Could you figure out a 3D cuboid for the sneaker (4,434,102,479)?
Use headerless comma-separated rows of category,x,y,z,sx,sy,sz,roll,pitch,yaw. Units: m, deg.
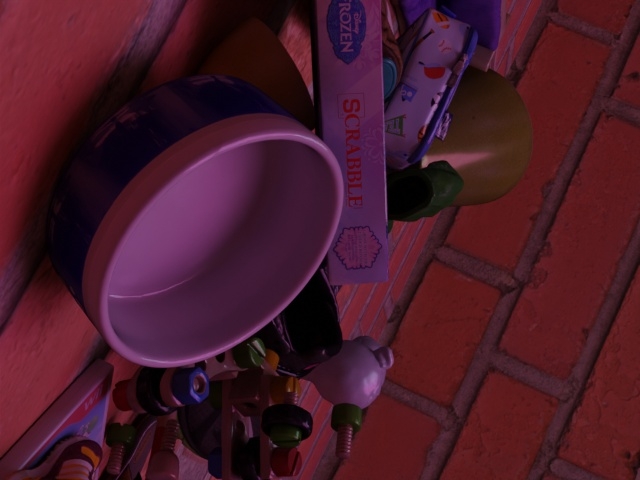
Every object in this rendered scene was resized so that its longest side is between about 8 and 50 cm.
sneaker,-0.255,0.258,1.180,0.070,0.083,0.185,-69,167,16

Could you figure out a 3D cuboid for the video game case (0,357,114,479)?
video game case,-0.306,0.291,1.294,0.204,0.025,0.285,-51,161,-50

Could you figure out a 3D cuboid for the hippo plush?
hippo plush,0.012,0.162,1.923,0.234,0.236,0.294,-66,169,1

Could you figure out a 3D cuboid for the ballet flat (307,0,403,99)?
ballet flat,0.050,-0.290,1.566,0.342,0.116,0.124,46,49,-74

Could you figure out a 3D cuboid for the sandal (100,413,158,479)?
sandal,-0.252,0.327,1.520,0.219,0.060,0.090,-61,168,-20

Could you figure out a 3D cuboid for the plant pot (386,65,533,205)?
plant pot,0.202,-0.172,2.132,0.293,0.274,0.275,-21,136,-52

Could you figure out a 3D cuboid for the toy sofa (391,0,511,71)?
toy sofa,0.233,-0.400,1.997,0.362,0.150,0.177,61,53,-76

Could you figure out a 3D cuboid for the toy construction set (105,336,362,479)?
toy construction set,-0.132,0.156,1.407,0.309,0.257,0.237,-36,-143,45

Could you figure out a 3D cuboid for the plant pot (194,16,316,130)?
plant pot,-0.080,-0.149,1.203,0.095,0.134,0.134,-32,159,-13

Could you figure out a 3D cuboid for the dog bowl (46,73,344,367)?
dog bowl,-0.112,-0.016,1.070,0.265,0.104,0.265,-29,144,-24

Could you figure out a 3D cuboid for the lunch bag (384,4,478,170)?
lunch bag,0.144,-0.238,1.833,0.243,0.115,0.303,-65,-171,-6

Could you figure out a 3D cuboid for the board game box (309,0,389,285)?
board game box,0.026,-0.149,1.267,0.319,0.065,0.318,-98,-175,-74

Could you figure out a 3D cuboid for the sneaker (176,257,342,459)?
sneaker,-0.081,0.146,1.562,0.185,0.202,0.483,-52,162,-47

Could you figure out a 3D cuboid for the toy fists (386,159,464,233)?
toy fists,0.106,-0.057,1.957,0.279,0.096,0.142,-25,169,27

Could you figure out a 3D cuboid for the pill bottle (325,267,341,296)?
pill bottle,0.000,0.000,1.809,0.246,0.130,0.130,-59,167,-29
